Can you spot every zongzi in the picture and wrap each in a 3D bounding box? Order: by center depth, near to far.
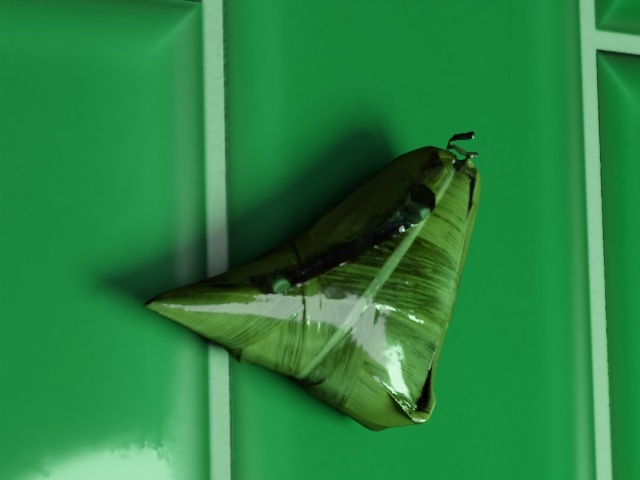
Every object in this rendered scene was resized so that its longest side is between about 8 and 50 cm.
[{"bbox_3d":[0.001,-0.003,1.092,0.204,0.094,0.205,25,68,-21],"label":"zongzi"}]
